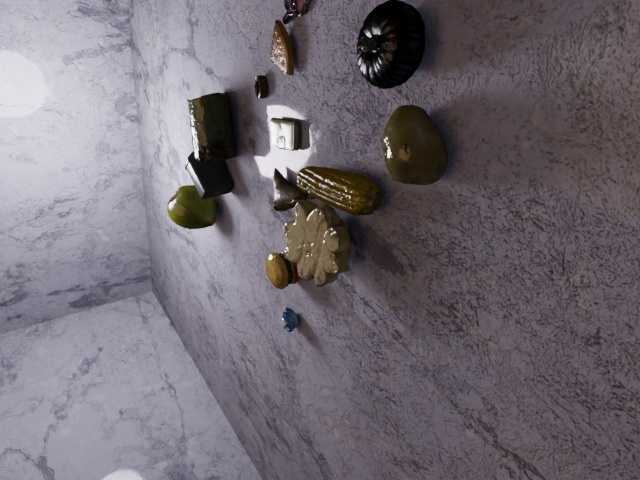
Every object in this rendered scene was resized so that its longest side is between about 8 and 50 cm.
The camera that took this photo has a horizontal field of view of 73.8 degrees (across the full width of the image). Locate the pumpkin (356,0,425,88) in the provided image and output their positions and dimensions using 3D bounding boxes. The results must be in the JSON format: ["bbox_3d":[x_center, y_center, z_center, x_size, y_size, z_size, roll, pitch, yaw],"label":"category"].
[{"bbox_3d":[0.166,-0.468,1.024,0.194,0.150,0.194,-54,25,40],"label":"pumpkin"}]

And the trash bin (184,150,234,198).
[{"bbox_3d":[-0.536,-0.329,2.042,0.236,0.177,0.101,62,143,11],"label":"trash bin"}]

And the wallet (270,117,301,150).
[{"bbox_3d":[-0.127,-0.387,1.556,0.155,0.039,0.110,26,120,47],"label":"wallet"}]

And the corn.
[{"bbox_3d":[0.052,-0.163,1.321,0.363,0.120,0.120,29,125,47],"label":"corn"}]

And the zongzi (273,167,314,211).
[{"bbox_3d":[-0.112,-0.209,1.583,0.189,0.081,0.178,-14,82,50],"label":"zongzi"}]

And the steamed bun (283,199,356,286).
[{"bbox_3d":[0.000,0.000,1.428,0.295,0.137,0.292,-38,72,47],"label":"steamed bun"}]

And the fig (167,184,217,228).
[{"bbox_3d":[-0.658,-0.159,2.232,0.271,0.239,0.239,39,134,21],"label":"fig"}]

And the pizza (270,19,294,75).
[{"bbox_3d":[-0.131,-0.642,1.453,0.131,0.041,0.178,-18,92,62],"label":"pizza"}]

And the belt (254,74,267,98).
[{"bbox_3d":[-0.226,-0.584,1.622,0.059,0.036,0.083,31,127,54],"label":"belt"}]

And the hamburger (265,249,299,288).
[{"bbox_3d":[-0.152,0.116,1.721,0.162,0.115,0.162,29,127,49],"label":"hamburger"}]

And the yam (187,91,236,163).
[{"bbox_3d":[-0.482,-0.496,1.886,0.195,0.195,0.300,18,117,51],"label":"yam"}]

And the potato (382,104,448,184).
[{"bbox_3d":[0.228,-0.234,1.038,0.157,0.157,0.193,-11,81,56],"label":"potato"}]

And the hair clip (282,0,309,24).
[{"bbox_3d":[-0.086,-0.791,1.333,0.146,0.056,0.187,24,133,53],"label":"hair clip"}]

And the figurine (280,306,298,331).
[{"bbox_3d":[-0.137,0.333,1.818,0.114,0.079,0.114,-21,-90,-79],"label":"figurine"}]
